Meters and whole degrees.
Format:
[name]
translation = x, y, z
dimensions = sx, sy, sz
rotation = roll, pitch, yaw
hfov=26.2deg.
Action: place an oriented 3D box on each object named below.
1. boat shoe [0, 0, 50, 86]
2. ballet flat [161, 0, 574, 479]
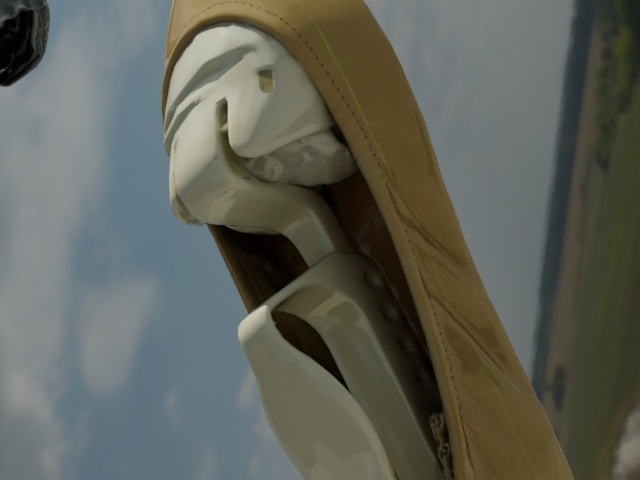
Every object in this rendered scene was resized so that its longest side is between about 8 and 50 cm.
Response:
[boat shoe]
translation = -0.210, -0.103, 0.776
dimensions = 0.065, 0.083, 0.183
rotation = -25, -17, -37
[ballet flat]
translation = 0.000, 0.000, 0.390
dimensions = 0.073, 0.080, 0.232
rotation = -8, -116, -49
